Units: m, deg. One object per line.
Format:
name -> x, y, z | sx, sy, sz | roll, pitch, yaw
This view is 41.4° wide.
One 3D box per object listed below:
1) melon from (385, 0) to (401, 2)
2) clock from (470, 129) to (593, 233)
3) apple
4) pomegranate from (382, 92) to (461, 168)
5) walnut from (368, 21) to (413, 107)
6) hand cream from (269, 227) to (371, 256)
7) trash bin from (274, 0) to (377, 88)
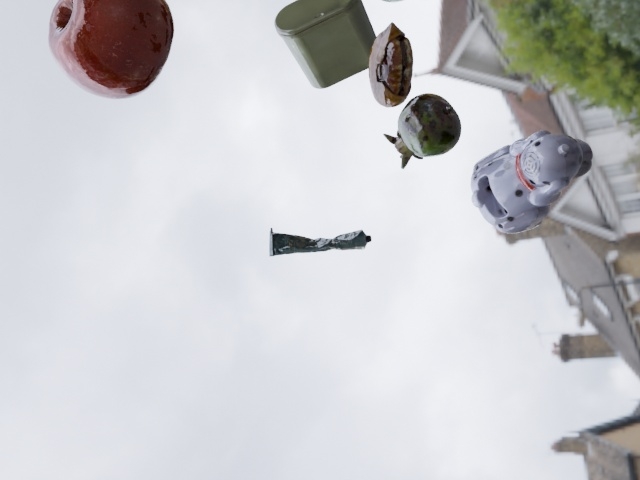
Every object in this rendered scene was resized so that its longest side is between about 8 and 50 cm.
melon -> 0.196, -0.694, 1.961 | 0.182, 0.182, 0.287 | 14, -75, -59
clock -> 0.436, -0.140, 1.707 | 0.189, 0.254, 0.188 | 7, -112, -18
apple -> -0.432, -0.426, 1.741 | 0.217, 0.260, 0.260 | 16, -112, -38
pomegranate -> 0.228, -0.243, 1.848 | 0.149, 0.169, 0.148 | 4, -100, -23
walnut -> 0.169, -0.414, 2.013 | 0.116, 0.116, 0.207 | -41, -43, -56
hand cream -> 0.000, -0.001, 2.039 | 0.075, 0.248, 0.052 | -100, 12, -61
trash bin -> 0.029, -0.559, 2.323 | 0.247, 0.243, 0.121 | 53, -165, -52
